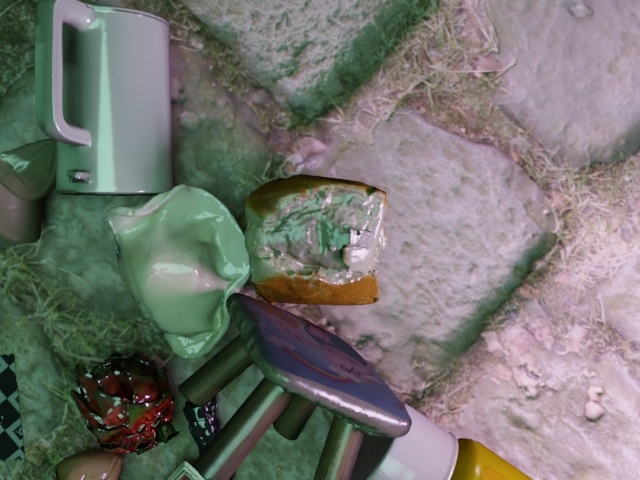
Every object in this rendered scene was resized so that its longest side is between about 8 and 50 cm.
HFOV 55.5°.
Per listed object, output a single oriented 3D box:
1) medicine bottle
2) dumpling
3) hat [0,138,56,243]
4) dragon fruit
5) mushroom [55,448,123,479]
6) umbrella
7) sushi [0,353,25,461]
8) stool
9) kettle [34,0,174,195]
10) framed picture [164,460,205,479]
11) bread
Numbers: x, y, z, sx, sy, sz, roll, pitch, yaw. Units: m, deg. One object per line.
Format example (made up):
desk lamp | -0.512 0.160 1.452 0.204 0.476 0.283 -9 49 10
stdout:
medicine bottle | 0.254 0.476 1.095 0.384 0.224 0.224 35 94 0
dumpling | -0.241 0.046 1.115 0.242 0.187 0.318 -24 111 0
hat | -0.518 -0.091 1.135 0.144 0.166 0.173 -14 101 14
dragon fruit | -0.359 0.301 1.138 0.182 0.182 0.189 -8 88 3
mushroom | -0.476 0.609 1.178 0.154 0.137 0.408 7 88 32
umbrella | -0.214 0.423 1.197 0.066 0.059 0.236 -11 95 24
sushi | -0.724 0.349 1.216 0.231 0.047 0.220 -5 92 3
stool | -0.054 0.271 1.026 0.310 0.310 0.226 29 96 -27
kettle | -0.387 -0.237 1.073 0.265 0.205 0.318 -1 95 -42
framed picture | -0.271 0.587 1.199 0.216 0.016 0.273 42 105 0
bread | 0.000 0.000 1.067 0.250 0.279 0.225 1 80 2
